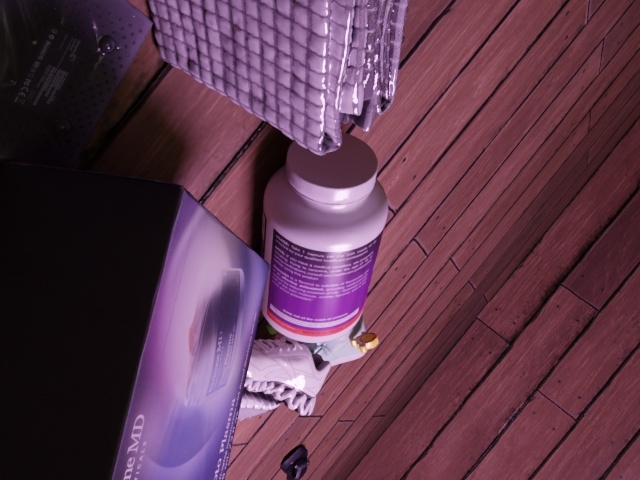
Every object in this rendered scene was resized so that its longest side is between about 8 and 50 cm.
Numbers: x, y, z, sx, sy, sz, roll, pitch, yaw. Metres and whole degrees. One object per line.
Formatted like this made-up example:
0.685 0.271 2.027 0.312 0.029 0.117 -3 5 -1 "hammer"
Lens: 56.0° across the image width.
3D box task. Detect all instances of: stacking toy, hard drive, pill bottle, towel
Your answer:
0.008 0.189 1.216 0.221 0.052 0.167 -28 118 -21 "stacking toy"
-0.261 -0.154 0.444 0.172 0.054 0.254 -57 154 11 "hard drive"
0.000 0.000 0.919 0.181 0.181 0.323 -33 149 -33 "pill bottle"
-0.036 -0.237 0.496 0.121 0.235 0.284 -43 154 -28 "towel"

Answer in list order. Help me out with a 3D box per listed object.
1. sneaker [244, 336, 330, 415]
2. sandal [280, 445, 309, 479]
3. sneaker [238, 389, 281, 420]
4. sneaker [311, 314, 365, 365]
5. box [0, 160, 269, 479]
-0.090 0.219 1.099 0.118 0.110 0.292 -54 135 -2 "sneaker"
-0.065 0.714 1.894 0.097 0.054 0.255 -41 152 -20 "sandal"
-0.186 0.337 1.194 0.132 0.086 0.228 -51 145 12 "sneaker"
-0.016 0.206 1.295 0.255 0.094 0.151 -17 116 -28 "sneaker"
-0.190 0.120 0.591 0.294 0.182 0.297 55 44 -73 "box"
